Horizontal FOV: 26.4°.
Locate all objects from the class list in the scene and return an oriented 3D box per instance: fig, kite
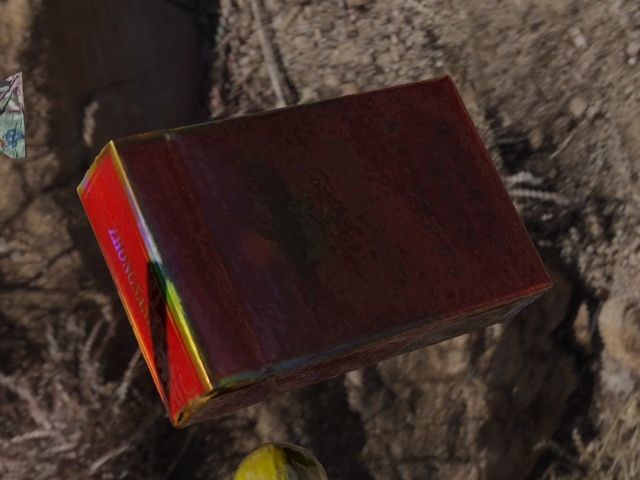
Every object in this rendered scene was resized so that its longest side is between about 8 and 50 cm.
[{"bbox_3d":[-0.028,0.190,0.984,0.074,0.074,0.088,-45,43,25],"label":"fig"},{"bbox_3d":[-0.309,-0.091,1.206,0.139,0.157,0.011,16,154,30],"label":"kite"}]

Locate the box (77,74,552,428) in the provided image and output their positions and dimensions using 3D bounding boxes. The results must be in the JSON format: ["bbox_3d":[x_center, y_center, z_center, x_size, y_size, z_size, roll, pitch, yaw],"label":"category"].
[{"bbox_3d":[0.000,-0.001,1.029,0.089,0.313,0.197,-44,65,53],"label":"box"}]
